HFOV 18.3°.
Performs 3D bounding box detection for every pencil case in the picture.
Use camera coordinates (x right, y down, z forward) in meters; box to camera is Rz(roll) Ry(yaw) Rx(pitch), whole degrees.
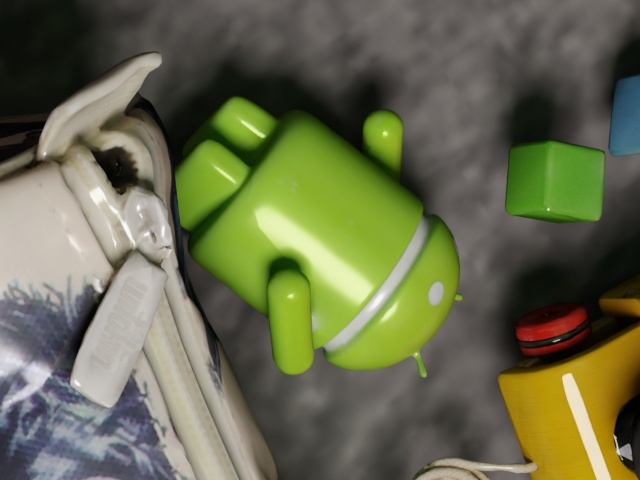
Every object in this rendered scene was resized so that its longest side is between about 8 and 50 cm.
[{"bbox_3d":[-0.044,0.154,0.621,0.160,0.183,0.410,-29,94,-38],"label":"pencil case"}]

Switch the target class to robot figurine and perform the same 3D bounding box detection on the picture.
[{"bbox_3d":[0.000,0.000,0.703,0.115,0.067,0.101,38,47,-9],"label":"robot figurine"}]

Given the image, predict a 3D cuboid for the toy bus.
[{"bbox_3d":[0.153,0.052,0.708,0.191,0.104,0.202,24,76,-25],"label":"toy bus"}]
